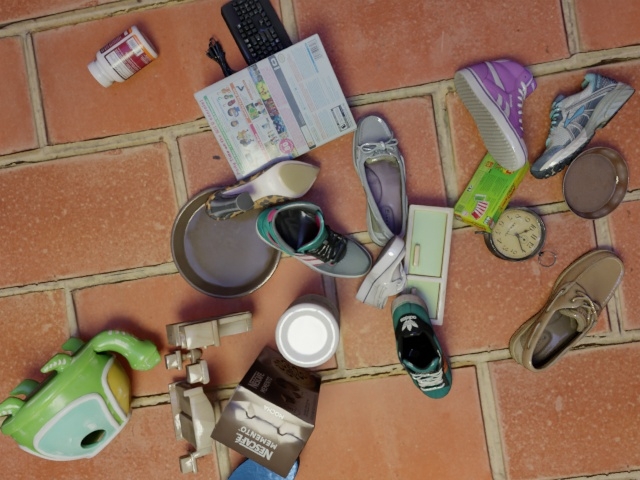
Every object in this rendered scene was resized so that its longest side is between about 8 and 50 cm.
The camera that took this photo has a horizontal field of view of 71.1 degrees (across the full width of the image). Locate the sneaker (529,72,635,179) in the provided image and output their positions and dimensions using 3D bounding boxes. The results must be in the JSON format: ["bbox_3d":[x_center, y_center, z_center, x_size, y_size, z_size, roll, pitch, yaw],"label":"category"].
[{"bbox_3d":[0.573,-0.265,1.040,0.283,0.110,0.122,-46,71,0],"label":"sneaker"}]

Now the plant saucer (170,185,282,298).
[{"bbox_3d":[-0.228,0.004,1.104,0.278,0.041,0.277,0,91,4],"label":"plant saucer"}]

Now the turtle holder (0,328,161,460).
[{"bbox_3d":[-0.551,0.353,1.054,0.227,0.243,0.320,49,53,-13],"label":"turtle holder"}]

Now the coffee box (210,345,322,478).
[{"bbox_3d":[-0.101,0.351,0.973,0.168,0.297,0.118,29,92,3],"label":"coffee box"}]

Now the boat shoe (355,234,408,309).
[{"bbox_3d":[0.151,0.078,0.991,0.084,0.258,0.095,30,63,7],"label":"boat shoe"}]

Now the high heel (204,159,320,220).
[{"bbox_3d":[-0.139,-0.121,1.048,0.261,0.186,0.093,-29,106,-37],"label":"high heel"}]

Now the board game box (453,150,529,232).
[{"bbox_3d":[0.392,-0.117,1.035,0.092,0.043,0.181,29,85,37],"label":"board game box"}]

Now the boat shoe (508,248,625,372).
[{"bbox_3d":[0.582,0.166,1.025,0.122,0.110,0.341,38,93,2],"label":"boat shoe"}]

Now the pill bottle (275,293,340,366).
[{"bbox_3d":[-0.021,0.188,1.000,0.131,0.229,0.131,0,91,3],"label":"pill bottle"}]

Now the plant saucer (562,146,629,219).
[{"bbox_3d":[0.633,-0.133,1.043,0.169,0.029,0.168,-2,102,-7],"label":"plant saucer"}]

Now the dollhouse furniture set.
[{"bbox_3d":[-0.223,0.348,1.003,0.174,0.303,0.355,-7,84,-29],"label":"dollhouse furniture set"}]

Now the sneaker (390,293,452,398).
[{"bbox_3d":[0.225,0.268,0.994,0.108,0.121,0.302,-17,118,17],"label":"sneaker"}]

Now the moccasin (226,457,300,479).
[{"bbox_3d":[-0.179,0.602,1.076,0.342,0.117,0.137,-44,76,8],"label":"moccasin"}]

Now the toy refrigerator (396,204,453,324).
[{"bbox_3d":[0.241,0.055,1.052,0.102,0.094,0.269,6,92,3],"label":"toy refrigerator"}]

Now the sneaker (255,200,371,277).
[{"bbox_3d":[0.000,0.000,1.004,0.296,0.178,0.123,22,81,-9],"label":"sneaker"}]

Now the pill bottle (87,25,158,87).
[{"bbox_3d":[-0.481,-0.443,1.089,0.152,0.086,0.086,-33,89,3],"label":"pill bottle"}]

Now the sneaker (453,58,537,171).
[{"bbox_3d":[0.433,-0.298,1.007,0.161,0.102,0.281,-18,72,-2],"label":"sneaker"}]

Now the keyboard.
[{"bbox_3d":[-0.159,-0.438,1.100,0.202,0.033,0.317,-28,88,3],"label":"keyboard"}]

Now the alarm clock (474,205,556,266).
[{"bbox_3d":[0.469,-0.003,1.053,0.192,0.064,0.129,38,92,5],"label":"alarm clock"}]

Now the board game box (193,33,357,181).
[{"bbox_3d":[-0.099,-0.297,1.038,0.304,0.097,0.223,-24,105,3],"label":"board game box"}]

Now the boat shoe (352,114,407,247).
[{"bbox_3d":[0.145,-0.147,1.033,0.118,0.103,0.320,-3,80,-7],"label":"boat shoe"}]
